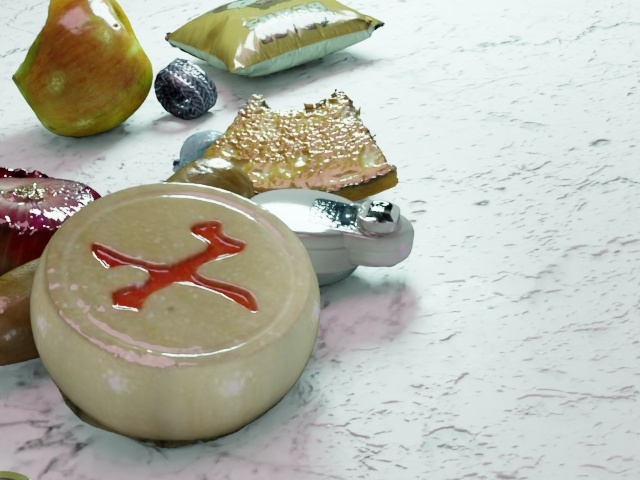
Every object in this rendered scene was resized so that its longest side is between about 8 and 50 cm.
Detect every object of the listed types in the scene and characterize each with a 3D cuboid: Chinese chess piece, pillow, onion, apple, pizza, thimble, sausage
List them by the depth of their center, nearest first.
[{"bbox_3d":[-0.168,0.079,1.646,0.338,0.140,0.338,4,44,-4],"label":"Chinese chess piece"},{"bbox_3d":[-0.268,0.034,1.853,0.123,0.136,0.501,0,27,47],"label":"sausage"},{"bbox_3d":[-0.411,-0.017,1.966,0.248,0.161,0.248,-1,37,1],"label":"onion"},{"bbox_3d":[-0.037,-0.124,2.102,0.323,0.089,0.223,-2,48,11],"label":"pizza"},{"bbox_3d":[-0.415,-0.300,2.406,0.226,0.246,0.246,-31,29,2],"label":"apple"},{"bbox_3d":[-0.233,-0.256,2.431,0.104,0.095,0.066,41,58,11],"label":"thimble"},{"bbox_3d":[-0.091,-0.386,2.592,0.310,0.119,0.312,-18,28,-24],"label":"pillow"}]

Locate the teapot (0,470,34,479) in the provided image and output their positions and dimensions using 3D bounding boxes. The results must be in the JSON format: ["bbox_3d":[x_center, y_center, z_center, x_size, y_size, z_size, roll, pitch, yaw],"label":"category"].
[{"bbox_3d":[-0.300,0.294,1.395,0.165,0.119,0.130,-17,36,-30],"label":"teapot"}]

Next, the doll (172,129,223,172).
[{"bbox_3d":[-0.140,-0.134,2.210,0.179,0.075,0.120,-4,-18,-34],"label":"doll"}]

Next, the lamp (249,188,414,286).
[{"bbox_3d":[0.001,0.002,1.856,0.246,0.108,0.179,4,26,9],"label":"lamp"}]
